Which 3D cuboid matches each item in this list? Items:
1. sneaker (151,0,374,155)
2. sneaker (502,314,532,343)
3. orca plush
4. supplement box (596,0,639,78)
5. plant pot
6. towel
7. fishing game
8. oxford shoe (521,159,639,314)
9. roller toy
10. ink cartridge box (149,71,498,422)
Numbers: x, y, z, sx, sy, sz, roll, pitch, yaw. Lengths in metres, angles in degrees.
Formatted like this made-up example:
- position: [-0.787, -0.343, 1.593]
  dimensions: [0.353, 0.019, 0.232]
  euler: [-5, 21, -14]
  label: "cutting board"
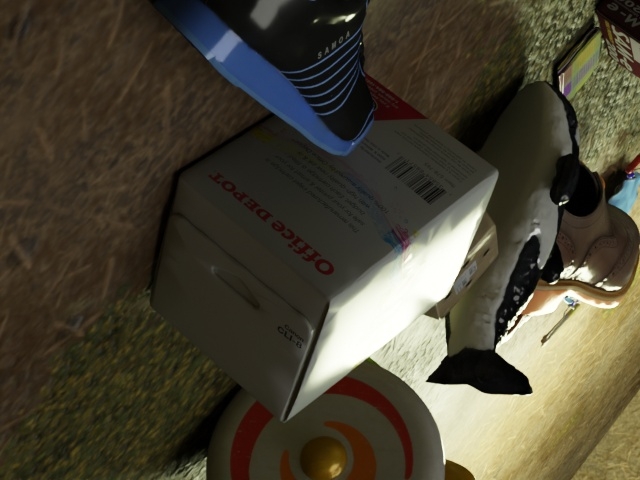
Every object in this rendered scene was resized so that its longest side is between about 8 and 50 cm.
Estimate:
- position: [-0.004, -0.114, 0.880]
  dimensions: [0.090, 0.081, 0.232]
  euler: [-46, 161, 7]
  label: "sneaker"
- position: [0.222, 0.051, 1.770]
  dimensions: [0.188, 0.066, 0.071]
  euler: [-37, 174, -23]
  label: "sneaker"
- position: [0.179, 0.010, 1.334]
  dimensions: [0.151, 0.102, 0.287]
  euler: [-30, -141, 38]
  label: "orca plush"
- position: [0.354, -0.260, 1.452]
  dimensions: [0.239, 0.073, 0.130]
  euler: [-52, 161, 0]
  label: "supplement box"
- position: [0.079, -0.002, 1.258]
  dimensions: [0.109, 0.096, 0.109]
  euler: [-49, 161, -10]
  label: "plant pot"
- position: [0.233, -0.157, 1.463]
  dimensions: [0.060, 0.009, 0.083]
  euler: [-49, 162, -9]
  label: "towel"
- position: [0.332, -0.009, 1.927]
  dimensions: [0.189, 0.041, 0.264]
  euler: [-38, 153, -54]
  label: "fishing game"
- position: [0.257, -0.015, 1.609]
  dimensions: [0.364, 0.130, 0.132]
  euler: [-12, 131, -62]
  label: "oxford shoe"
- position: [0.008, 0.197, 1.304]
  dimensions: [0.191, 0.209, 0.146]
  euler: [-33, 157, -10]
  label: "roller toy"
- position: [0.000, 0.000, 1.028]
  dimensions: [0.176, 0.128, 0.127]
  euler: [-34, 155, -39]
  label: "ink cartridge box"
